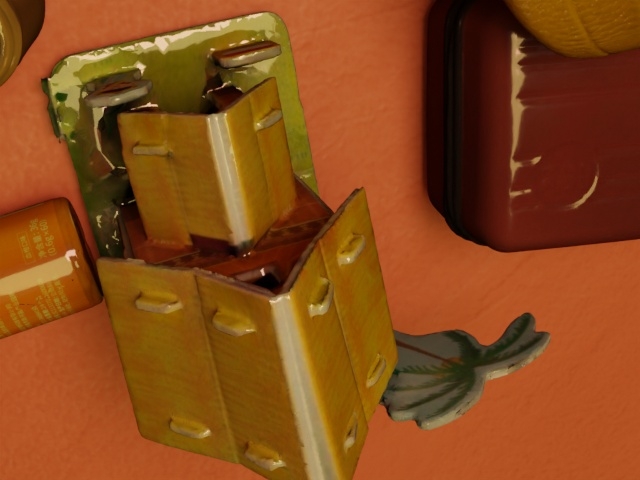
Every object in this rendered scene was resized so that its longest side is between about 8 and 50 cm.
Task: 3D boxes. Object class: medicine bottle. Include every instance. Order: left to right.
[{"bbox_3d":[-0.280,0.037,0.768,0.192,0.096,0.096,-18,113,-9],"label":"medicine bottle"}]

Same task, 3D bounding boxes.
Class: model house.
[{"bbox_3d":[0.000,0.000,0.713,0.340,0.323,0.300,-15,113,-11],"label":"model house"}]

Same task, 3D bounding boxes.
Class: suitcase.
[{"bbox_3d":[0.245,-0.116,0.832,0.297,0.161,0.236,-7,110,-15],"label":"suitcase"}]

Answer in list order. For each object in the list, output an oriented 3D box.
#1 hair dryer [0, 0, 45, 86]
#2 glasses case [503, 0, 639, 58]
[{"bbox_3d":[-0.317,-0.095,0.701,0.279,0.135,0.090,-42,115,12],"label":"hair dryer"},{"bbox_3d":[0.223,-0.295,0.697,0.173,0.141,0.371,55,50,-33],"label":"glasses case"}]
